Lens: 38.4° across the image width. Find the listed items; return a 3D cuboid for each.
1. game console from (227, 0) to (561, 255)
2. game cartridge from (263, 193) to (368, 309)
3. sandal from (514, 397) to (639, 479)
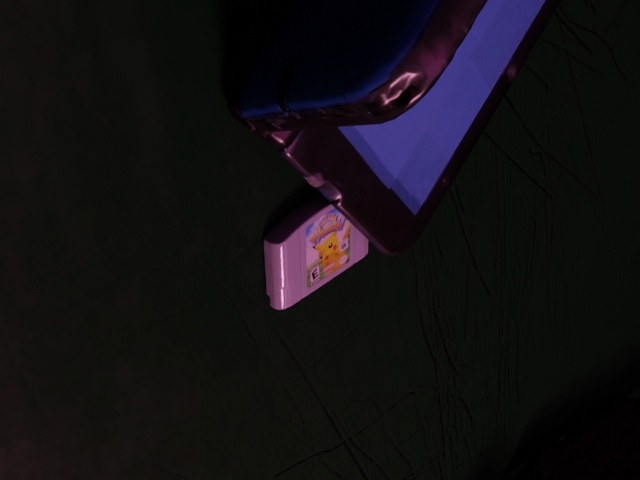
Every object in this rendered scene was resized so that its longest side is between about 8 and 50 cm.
[{"bbox_3d":[0.106,-0.140,0.457,0.173,0.250,0.293,34,82,-21],"label":"game console"},{"bbox_3d":[0.000,0.000,0.547,0.083,0.017,0.056,-33,132,-38],"label":"game cartridge"},{"bbox_3d":[0.361,0.295,1.129,0.445,0.168,0.107,1,136,-46],"label":"sandal"}]
